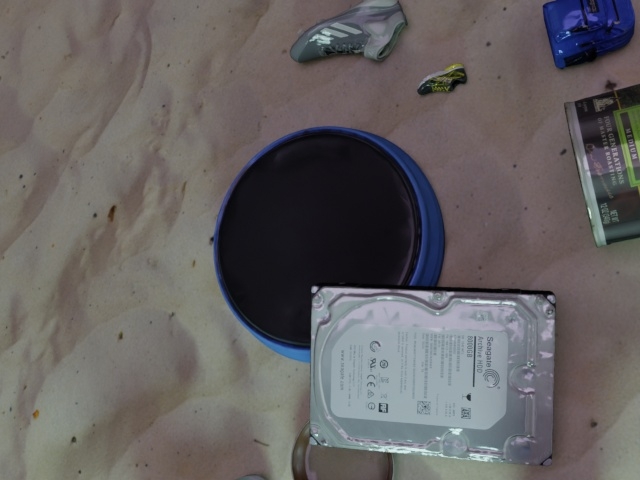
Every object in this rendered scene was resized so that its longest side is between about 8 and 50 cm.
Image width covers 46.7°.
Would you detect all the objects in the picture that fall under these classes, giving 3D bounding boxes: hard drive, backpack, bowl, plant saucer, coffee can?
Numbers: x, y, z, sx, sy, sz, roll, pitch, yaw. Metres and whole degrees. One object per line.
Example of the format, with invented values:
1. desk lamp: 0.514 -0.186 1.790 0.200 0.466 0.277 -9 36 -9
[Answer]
1. hard drive: 0.153 0.182 1.043 0.339 0.064 0.237 2 93 13
2. backpack: 0.393 -0.315 1.076 0.120 0.101 0.098 -12 81 17
3. bowl: 0.000 0.000 1.192 0.391 0.077 0.391 -5 77 23
4. plant saucer: 0.036 0.340 1.131 0.168 0.029 0.168 -5 77 23
5. coffee can: 0.472 -0.115 0.942 0.275 0.201 0.201 -13 74 21

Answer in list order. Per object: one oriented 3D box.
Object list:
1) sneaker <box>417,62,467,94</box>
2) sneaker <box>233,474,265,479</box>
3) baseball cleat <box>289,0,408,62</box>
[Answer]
1. sneaker: 0.195 -0.252 1.185 0.083 0.031 0.035 -27 70 16
2. sneaker: -0.196 0.458 1.140 0.256 0.151 0.094 -41 65 9
3. baseball cleat: 0.047 -0.335 1.246 0.206 0.072 0.109 -28 76 20
